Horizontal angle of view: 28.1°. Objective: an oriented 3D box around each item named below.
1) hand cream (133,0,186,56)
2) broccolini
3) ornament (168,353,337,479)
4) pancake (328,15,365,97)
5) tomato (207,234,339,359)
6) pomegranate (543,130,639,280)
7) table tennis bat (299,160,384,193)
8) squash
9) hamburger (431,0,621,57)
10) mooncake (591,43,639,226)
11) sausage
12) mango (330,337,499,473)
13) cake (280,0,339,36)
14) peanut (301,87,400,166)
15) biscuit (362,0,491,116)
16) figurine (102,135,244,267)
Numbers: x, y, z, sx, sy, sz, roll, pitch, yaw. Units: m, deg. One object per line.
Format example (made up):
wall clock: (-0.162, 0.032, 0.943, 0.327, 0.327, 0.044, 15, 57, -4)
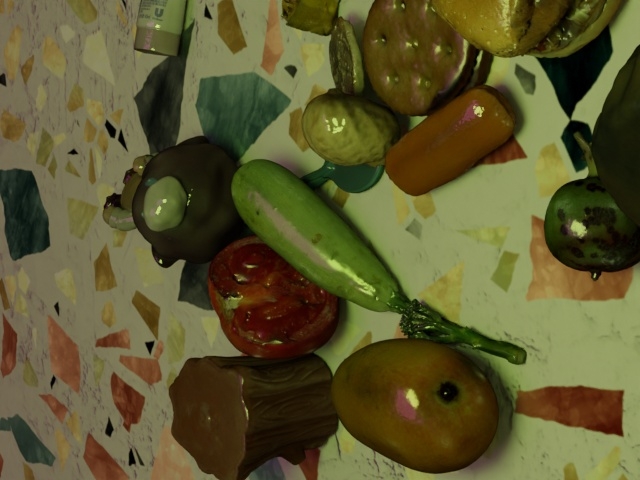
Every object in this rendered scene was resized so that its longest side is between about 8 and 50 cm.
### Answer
hand cream: (-0.287, -0.465, 2.349, 0.133, 0.083, 0.248, 15, 95, 46)
broccolini: (0.202, 0.146, 1.882, 0.216, 0.058, 0.067, 22, 108, 44)
ornament: (-0.098, 0.280, 2.117, 0.235, 0.217, 0.221, -48, 61, 40)
pancake: (0.040, -0.274, 1.995, 0.151, 0.025, 0.151, 169, 90, -79)
tomato: (-0.076, 0.110, 2.102, 0.139, 0.200, 0.233, 99, 154, -53)
pomegranate: (0.361, -0.037, 1.635, 0.148, 0.148, 0.169, 3, 60, 48)
table tennis bat: (0.031, -0.125, 2.059, 0.201, 0.033, 0.124, -30, 71, 44)
squash: (-0.004, 0.005, 2.042, 0.370, 0.118, 0.118, 42, 126, 18)
hamburger: (0.267, -0.353, 1.670, 0.244, 0.163, 0.244, 19, 113, 53)
mooncake: (0.450, -0.117, 1.407, 0.290, 0.161, 0.290, 20, 148, 13)
sausage: (0.185, -0.140, 1.839, 0.238, 0.098, 0.098, -36, 69, 43)
mango: (0.128, 0.242, 1.890, 0.211, 0.173, 0.317, 45, 155, -19)
cake: (-0.024, -0.418, 2.025, 0.080, 0.116, 0.185, 26, 118, 46)
peanut: (0.047, -0.164, 1.924, 0.109, 0.159, 0.140, -70, 19, 3)
biscuit: (0.154, -0.287, 1.871, 0.220, 0.066, 0.220, 9, 103, 47)
figurine: (-0.282, -0.090, 2.293, 0.365, 0.218, 0.206, 20, 147, 48)
